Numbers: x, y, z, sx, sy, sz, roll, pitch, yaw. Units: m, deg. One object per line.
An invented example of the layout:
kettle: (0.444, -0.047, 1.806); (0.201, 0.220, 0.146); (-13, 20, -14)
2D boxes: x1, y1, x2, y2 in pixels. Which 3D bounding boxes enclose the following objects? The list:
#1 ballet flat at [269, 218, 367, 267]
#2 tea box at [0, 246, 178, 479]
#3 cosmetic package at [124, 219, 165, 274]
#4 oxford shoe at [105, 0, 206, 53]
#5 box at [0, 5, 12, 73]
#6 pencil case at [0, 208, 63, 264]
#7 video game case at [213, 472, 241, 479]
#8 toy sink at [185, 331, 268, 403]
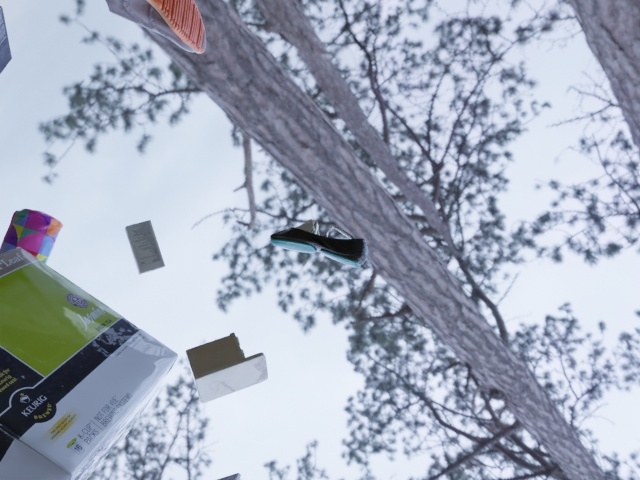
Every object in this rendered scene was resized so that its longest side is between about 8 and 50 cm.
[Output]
ballet flat: (0.000, 0.000, 1.732); (0.281, 0.095, 0.096); (15, -108, 11)
tea box: (-0.442, 0.218, 0.884); (0.220, 0.324, 0.329); (-54, 180, 18)
cosmetic package: (-0.403, 0.016, 1.420); (0.060, 0.115, 0.041); (-16, 177, -24)
oxford shoe: (-0.399, -0.550, 1.418); (0.133, 0.364, 0.130); (-9, -117, 26)
box: (-0.685, -0.393, 1.163); (0.158, 0.156, 0.093); (-49, -161, 61)
pencil case: (-0.610, 0.050, 1.249); (0.104, 0.104, 0.236); (5, -109, 51)
video game case: (-0.222, 0.536, 1.295); (0.122, 0.011, 0.087); (-32, -161, 39)
toy sink: (-0.307, 0.406, 2.034); (0.234, 0.152, 0.131); (-18, -132, -15)
